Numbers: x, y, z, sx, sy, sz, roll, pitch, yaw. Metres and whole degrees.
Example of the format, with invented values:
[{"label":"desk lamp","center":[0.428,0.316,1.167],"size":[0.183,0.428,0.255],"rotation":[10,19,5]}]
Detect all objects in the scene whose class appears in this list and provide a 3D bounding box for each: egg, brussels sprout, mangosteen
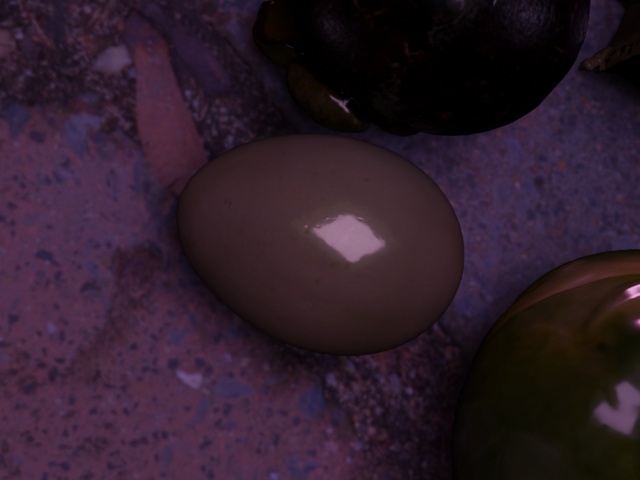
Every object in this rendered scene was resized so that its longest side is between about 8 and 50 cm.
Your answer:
[{"label":"egg","center":[0.000,0.000,1.557],"size":[0.254,0.188,0.188],"rotation":[19,80,-8]},{"label":"brussels sprout","center":[0.290,0.164,1.580],"size":[0.371,0.276,0.314],"rotation":[-10,91,-17]},{"label":"mangosteen","center":[0.092,-0.211,1.572],"size":[0.288,0.288,0.288],"rotation":[2,84,-16]}]

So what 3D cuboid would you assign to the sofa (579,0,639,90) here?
[{"label":"sofa","center":[0.404,-0.186,1.687],"size":[0.258,0.200,0.182],"rotation":[35,79,-9]}]
